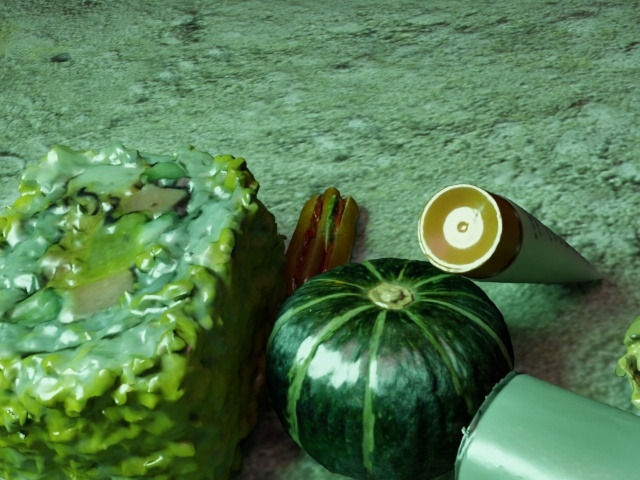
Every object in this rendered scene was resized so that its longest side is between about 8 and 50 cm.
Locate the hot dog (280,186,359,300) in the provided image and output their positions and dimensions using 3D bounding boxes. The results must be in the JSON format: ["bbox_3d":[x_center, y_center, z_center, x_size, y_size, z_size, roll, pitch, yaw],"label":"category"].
[{"bbox_3d":[0.000,0.000,0.970,0.092,0.062,0.235,-5,39,14],"label":"hot dog"}]

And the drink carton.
[{"bbox_3d":[0.231,0.213,0.588,0.190,0.185,0.191,12,45,42],"label":"drink carton"}]

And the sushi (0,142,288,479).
[{"bbox_3d":[-0.226,0.073,0.790,0.352,0.240,0.396,1,44,16],"label":"sushi"}]

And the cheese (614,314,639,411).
[{"bbox_3d":[0.441,0.127,0.669,0.316,0.128,0.259,-3,35,-3],"label":"cheese"}]

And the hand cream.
[{"bbox_3d":[0.207,0.002,0.787,0.140,0.089,0.314,23,8,36],"label":"hand cream"}]

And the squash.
[{"bbox_3d":[0.068,0.121,0.725,0.252,0.165,0.252,-3,27,1],"label":"squash"}]
